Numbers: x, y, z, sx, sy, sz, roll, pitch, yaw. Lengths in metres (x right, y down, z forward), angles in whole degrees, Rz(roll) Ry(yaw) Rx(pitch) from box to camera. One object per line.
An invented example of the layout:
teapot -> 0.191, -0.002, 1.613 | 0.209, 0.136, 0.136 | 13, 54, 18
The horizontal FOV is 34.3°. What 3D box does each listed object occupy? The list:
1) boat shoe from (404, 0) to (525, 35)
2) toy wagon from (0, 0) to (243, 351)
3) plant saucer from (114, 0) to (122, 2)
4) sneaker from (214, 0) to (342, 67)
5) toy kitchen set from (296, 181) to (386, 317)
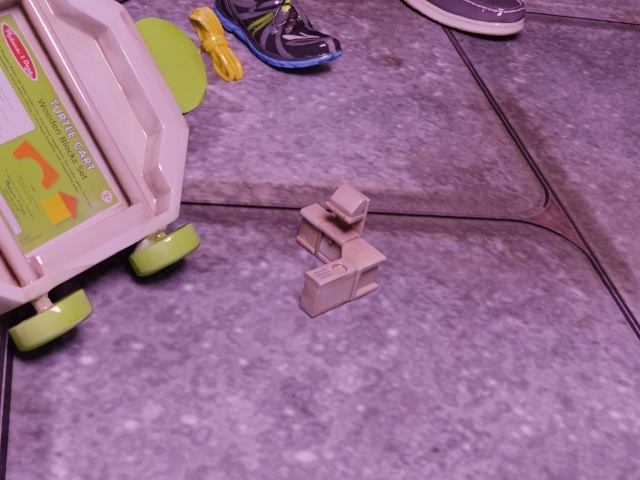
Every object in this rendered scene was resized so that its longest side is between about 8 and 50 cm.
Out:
boat shoe -> 0.148, -0.354, 1.341 | 0.103, 0.092, 0.285 | -21, 47, -39
toy wagon -> -0.188, -0.090, 0.756 | 0.344, 0.068, 0.267 | -35, 101, -49
plant saucer -> -0.251, -0.288, 1.182 | 0.083, 0.015, 0.083 | 10, 34, -7
sneaker -> -0.051, -0.246, 1.135 | 0.067, 0.078, 0.188 | -20, 47, -38
toy kitchen set -> 0.000, 0.000, 0.814 | 0.075, 0.068, 0.083 | -21, 47, -39
